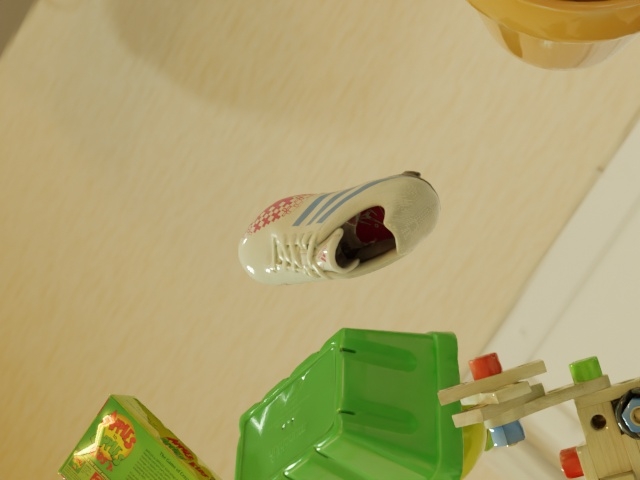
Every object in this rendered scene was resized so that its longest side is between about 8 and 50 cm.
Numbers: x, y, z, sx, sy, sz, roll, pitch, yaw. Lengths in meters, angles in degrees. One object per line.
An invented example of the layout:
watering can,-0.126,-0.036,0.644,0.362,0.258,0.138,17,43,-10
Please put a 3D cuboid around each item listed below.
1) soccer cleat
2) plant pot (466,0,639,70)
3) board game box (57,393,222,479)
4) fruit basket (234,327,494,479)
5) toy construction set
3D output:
soccer cleat,0.000,0.000,1.702,0.116,0.331,0.143,58,-142,-15
plant pot,0.171,-0.208,0.894,0.205,0.205,0.188,37,171,14
board game box,-0.147,0.232,1.200,0.181,0.092,0.043,39,-172,25
fruit basket,0.105,0.294,1.855,0.392,0.392,0.283,24,-133,-25
toy construction set,0.243,0.238,1.240,0.327,0.215,0.151,67,-159,-10
